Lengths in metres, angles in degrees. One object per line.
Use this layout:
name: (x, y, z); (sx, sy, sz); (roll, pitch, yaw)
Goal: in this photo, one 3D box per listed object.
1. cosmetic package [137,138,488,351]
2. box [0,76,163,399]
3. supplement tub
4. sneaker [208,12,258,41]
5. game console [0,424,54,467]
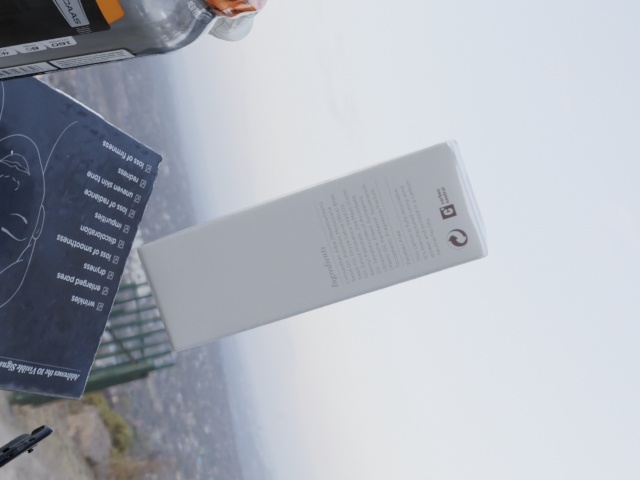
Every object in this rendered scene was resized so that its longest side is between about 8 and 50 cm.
cosmetic package: (0.000, 0.000, 1.187); (0.230, 0.453, 0.161); (-37, 108, -77)
box: (-0.565, -0.021, 1.340); (0.480, 0.297, 0.471); (34, 69, -62)
supplement tub: (-0.209, -0.229, 0.637); (0.193, 0.316, 0.193); (-7, 90, -79)
sneaker: (-0.140, -0.392, 1.327); (0.118, 0.110, 0.292); (37, -9, 10)
game console: (-0.589, 0.410, 1.412); (0.044, 0.213, 0.361); (64, 26, -3)
